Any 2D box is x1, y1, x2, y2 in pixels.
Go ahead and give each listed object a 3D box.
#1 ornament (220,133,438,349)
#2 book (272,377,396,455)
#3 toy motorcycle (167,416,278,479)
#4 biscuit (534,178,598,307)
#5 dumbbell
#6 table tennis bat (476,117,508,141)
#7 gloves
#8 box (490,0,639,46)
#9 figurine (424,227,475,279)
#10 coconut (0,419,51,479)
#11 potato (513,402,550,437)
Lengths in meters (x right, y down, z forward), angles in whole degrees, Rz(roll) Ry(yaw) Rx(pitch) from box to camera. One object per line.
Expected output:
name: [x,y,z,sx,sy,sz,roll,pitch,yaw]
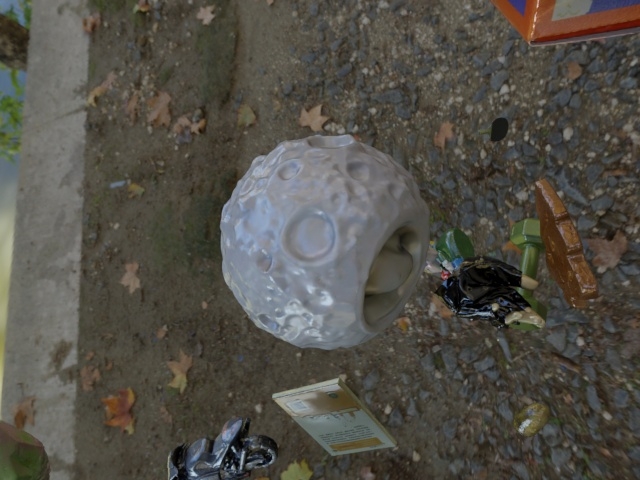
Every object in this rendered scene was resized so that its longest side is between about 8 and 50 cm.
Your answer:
ornament: [0.000,0.000,0.705,0.336,0.337,0.338,-5,76,21]
book: [0.038,0.468,1.141,0.207,0.296,0.020,-23,30,26]
toy motorcycle: [-0.245,0.512,1.015,0.307,0.173,0.108,-36,26,17]
biscuit: [0.557,0.005,1.012,0.043,0.284,0.307,-17,95,15]
dumbbell: [0.561,0.088,1.192,0.108,0.121,0.302,21,72,-9]
table tennis bat: [0.628,-0.400,1.596,0.013,0.156,0.087,37,134,52]
gloves: [0.366,0.122,0.920,0.203,0.124,0.164,42,87,17]
box: [0.337,-0.421,0.470,0.318,0.257,0.349,-10,47,6]
figurine: [0.405,0.074,1.462,0.234,0.127,0.185,-40,69,49]
coconut: [-0.250,0.180,0.330,0.081,0.082,0.084,-2,63,30]
potato: [0.400,0.339,0.835,0.051,0.040,0.083,14,122,-12]
